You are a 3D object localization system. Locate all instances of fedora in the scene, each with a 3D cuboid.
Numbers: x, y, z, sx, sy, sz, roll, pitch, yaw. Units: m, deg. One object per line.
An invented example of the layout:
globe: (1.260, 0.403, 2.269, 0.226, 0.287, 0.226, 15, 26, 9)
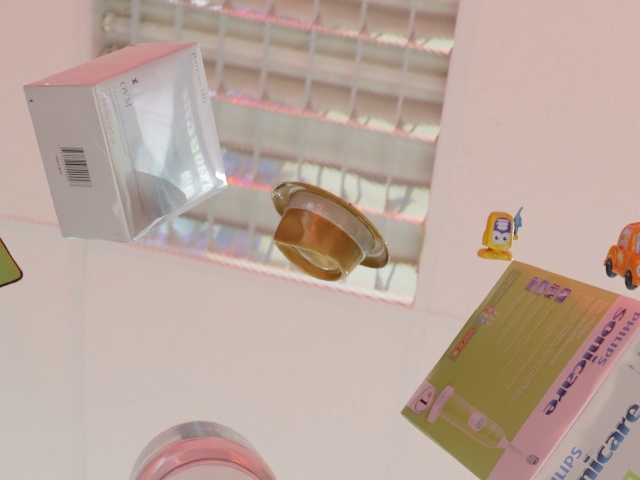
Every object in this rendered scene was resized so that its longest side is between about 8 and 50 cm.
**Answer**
fedora: (0.000, 0.000, 1.597, 0.194, 0.079, 0.194, 29, -23, 14)

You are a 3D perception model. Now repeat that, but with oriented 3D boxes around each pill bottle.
pill bottle: (-0.114, 0.263, 1.124, 0.153, 0.265, 0.153, 0, -93, -8)

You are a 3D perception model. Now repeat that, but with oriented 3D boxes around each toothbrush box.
toothbrush box: (0.222, 0.150, 1.088, 0.122, 0.283, 0.206, 38, -94, -15)

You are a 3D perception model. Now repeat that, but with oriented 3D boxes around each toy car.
toy car: (0.154, 0.002, 0.677, 0.122, 0.060, 0.040, 8, -79, 10)

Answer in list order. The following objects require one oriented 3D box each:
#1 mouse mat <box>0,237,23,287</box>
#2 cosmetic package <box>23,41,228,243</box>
mouse mat: (-0.462, -0.009, 1.387, 0.007, 0.153, 0.189, -43, -103, 37)
cosmetic package: (-0.264, -0.142, 1.612, 0.138, 0.225, 0.224, 4, -65, 33)
